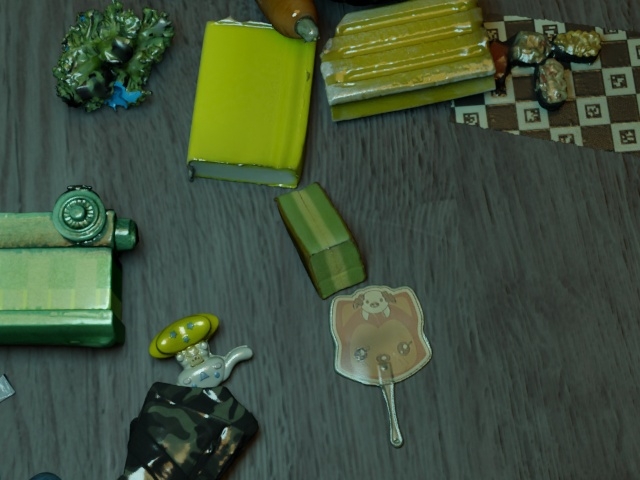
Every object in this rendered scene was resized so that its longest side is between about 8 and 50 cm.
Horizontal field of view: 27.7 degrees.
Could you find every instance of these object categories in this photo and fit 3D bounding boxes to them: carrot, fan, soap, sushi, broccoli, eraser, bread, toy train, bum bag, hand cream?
[{"bbox_3d":[-0.083,-0.370,1.804,0.069,0.069,0.336,-28,51,-9],"label":"carrot"},{"bbox_3d":[0.083,0.162,1.697,0.132,0.009,0.220,-7,72,-2],"label":"fan"},{"bbox_3d":[0.115,-0.254,1.783,0.232,0.073,0.140,-11,63,3],"label":"soap"},{"bbox_3d":[0.328,-0.235,1.807,0.280,0.043,0.192,10,73,3],"label":"sushi"},{"bbox_3d":[-0.278,-0.249,1.751,0.167,0.160,0.154,-2,100,-12],"label":"broccoli"},{"bbox_3d":[-0.092,-0.189,1.777,0.158,0.069,0.226,5,72,3],"label":"eraser"},{"bbox_3d":[-0.002,-0.003,1.748,0.074,0.084,0.139,-25,43,-8],"label":"bread"},{"bbox_3d":[-0.386,0.039,1.676,0.301,0.120,0.202,0,74,0],"label":"toy train"},{"bbox_3d":[-0.213,0.321,1.602,0.144,0.095,0.340,33,76,-6],"label":"bum bag"},{"bbox_3d":[-0.440,0.210,1.677,0.093,0.019,0.030,-33,73,-17],"label":"hand cream"}]

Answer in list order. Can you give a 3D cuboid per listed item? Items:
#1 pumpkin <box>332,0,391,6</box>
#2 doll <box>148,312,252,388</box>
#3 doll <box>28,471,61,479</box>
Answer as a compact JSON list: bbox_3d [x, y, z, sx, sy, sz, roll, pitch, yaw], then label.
[{"bbox_3d":[0.054,-0.424,1.787,0.250,0.216,0.250,4,48,-5],"label":"pumpkin"},{"bbox_3d":[-0.169,0.158,1.676,0.113,0.071,0.135,42,82,-7],"label":"doll"},{"bbox_3d":[-0.335,0.327,1.622,0.083,0.050,0.076,36,71,12],"label":"doll"}]
